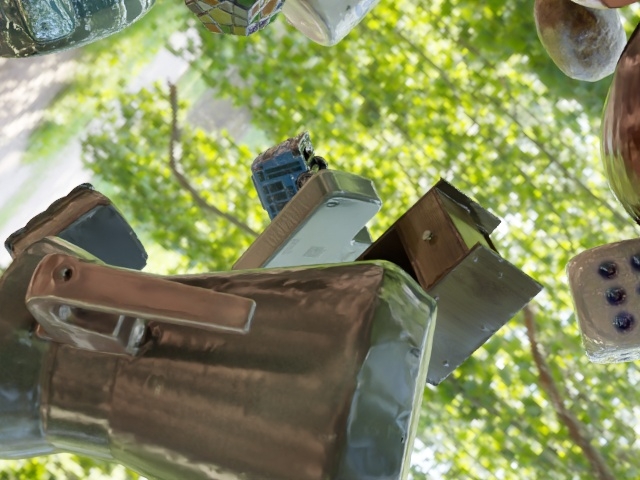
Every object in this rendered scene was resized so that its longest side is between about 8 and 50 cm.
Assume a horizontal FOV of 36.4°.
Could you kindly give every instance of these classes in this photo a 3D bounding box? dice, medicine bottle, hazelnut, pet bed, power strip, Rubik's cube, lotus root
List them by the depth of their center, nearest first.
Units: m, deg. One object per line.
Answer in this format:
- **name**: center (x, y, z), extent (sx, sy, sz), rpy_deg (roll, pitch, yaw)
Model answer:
- **Rubik's cube**: center (-0.082, -0.252, 0.941), extent (0.111, 0.093, 0.111), rpy_deg (-7, -99, 51)
- **hazelnut**: center (0.611, -0.173, 1.503), extent (0.402, 0.402, 0.429), rpy_deg (-48, -173, 11)
- **power strip**: center (0.000, 0.000, 1.539), extent (0.265, 0.194, 0.059), rpy_deg (-46, -128, 31)
- **medicine bottle**: center (0.059, -0.483, 1.648), extent (0.293, 0.170, 0.170), rpy_deg (-48, -172, -7)
- **dice**: center (0.545, 0.108, 1.719), extent (0.194, 0.193, 0.192), rpy_deg (-12, 162, 14)
- **pet bed**: center (-0.453, 0.019, 1.789), extent (0.211, 0.183, 0.159), rpy_deg (-41, -149, -17)
- **lotus root**: center (0.478, -0.403, 1.809), extent (0.145, 0.260, 0.128), rpy_deg (-18, -133, 27)

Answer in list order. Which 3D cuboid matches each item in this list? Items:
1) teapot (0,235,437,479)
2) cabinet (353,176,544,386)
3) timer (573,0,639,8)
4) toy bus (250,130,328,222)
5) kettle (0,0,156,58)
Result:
- **teapot**: center (-0.089, 0.112, 0.799), extent (0.300, 0.344, 0.253), rpy_deg (84, 17, -60)
- **cabinet**: center (0.166, 0.055, 1.389), extent (0.215, 0.148, 0.175), rpy_deg (-45, -147, 19)
- **timer**: center (0.393, -0.439, 1.324), extent (0.230, 0.215, 0.229), rpy_deg (-18, 159, -7)
- **toy bus**: center (-0.042, -0.075, 1.838), extent (0.134, 0.234, 0.116), rpy_deg (-15, -161, 17)
- **kettle**: center (-0.345, -0.402, 1.120), extent (0.247, 0.342, 0.319), rpy_deg (-14, -144, -5)
